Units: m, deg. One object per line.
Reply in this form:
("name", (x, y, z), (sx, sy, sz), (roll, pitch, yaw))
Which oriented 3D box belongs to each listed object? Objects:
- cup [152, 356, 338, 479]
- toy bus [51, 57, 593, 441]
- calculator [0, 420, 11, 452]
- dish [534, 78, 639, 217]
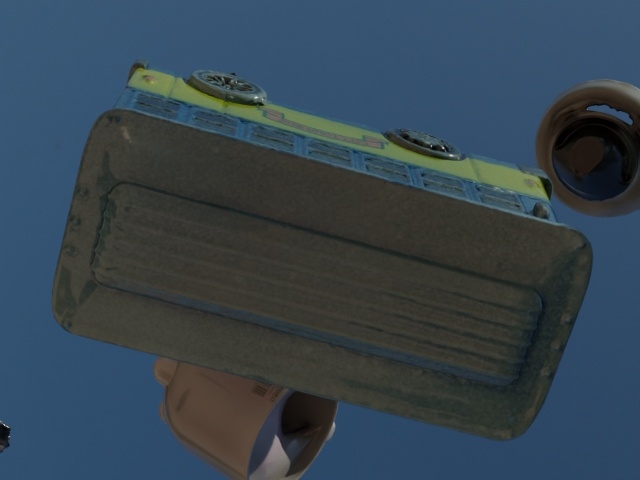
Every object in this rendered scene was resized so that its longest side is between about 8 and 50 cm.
("cup", (-0.065, 0.145, 1.231), (0.142, 0.173, 0.134), (27, -57, 30))
("toy bus", (0.000, 0.000, 0.853), (0.190, 0.312, 0.152), (-93, -162, -71))
("calculator", (-0.415, 0.137, 1.113), (0.166, 0.274, 0.028), (-28, -141, 33))
("dish", (0.265, -0.080, 1.254), (0.141, 0.078, 0.141), (9, -69, 24))
